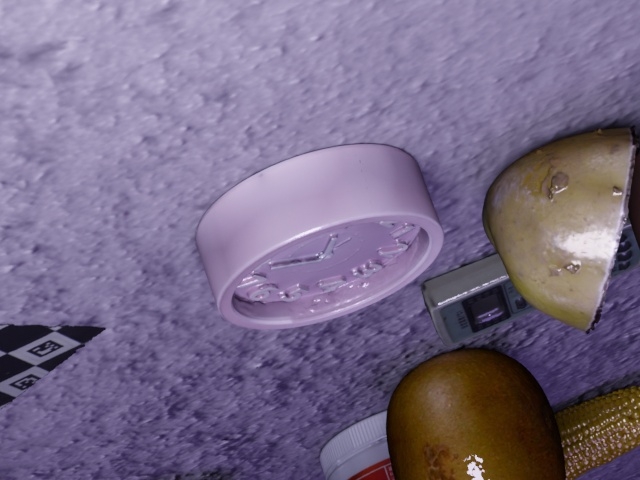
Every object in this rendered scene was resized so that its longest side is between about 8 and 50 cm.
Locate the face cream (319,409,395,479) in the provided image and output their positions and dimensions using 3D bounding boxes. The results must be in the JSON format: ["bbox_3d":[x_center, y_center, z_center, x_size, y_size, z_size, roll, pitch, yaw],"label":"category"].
[{"bbox_3d":[0.119,0.312,2.011,0.201,0.187,0.201,-17,157,-7],"label":"face cream"}]

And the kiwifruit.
[{"bbox_3d":[0.172,0.238,1.835,0.196,0.234,0.196,-8,157,-3],"label":"kiwifruit"}]

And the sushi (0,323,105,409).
[{"bbox_3d":[-0.367,0.159,1.473,0.264,0.050,0.290,6,145,-46],"label":"sushi"}]

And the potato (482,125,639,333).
[{"bbox_3d":[0.196,-0.017,1.436,0.117,0.182,0.202,10,-172,4],"label":"potato"}]

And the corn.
[{"bbox_3d":[0.327,0.264,2.191,0.260,0.091,0.091,-26,115,14],"label":"corn"}]

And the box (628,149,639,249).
[{"bbox_3d":[0.407,-0.025,1.426,0.301,0.216,0.301,-27,160,-10],"label":"box"}]

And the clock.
[{"bbox_3d":[0.000,0.000,1.388,0.197,0.068,0.197,-16,156,-8],"label":"clock"}]

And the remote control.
[{"bbox_3d":[0.242,0.025,1.669,0.285,0.038,0.123,-21,156,2],"label":"remote control"}]
